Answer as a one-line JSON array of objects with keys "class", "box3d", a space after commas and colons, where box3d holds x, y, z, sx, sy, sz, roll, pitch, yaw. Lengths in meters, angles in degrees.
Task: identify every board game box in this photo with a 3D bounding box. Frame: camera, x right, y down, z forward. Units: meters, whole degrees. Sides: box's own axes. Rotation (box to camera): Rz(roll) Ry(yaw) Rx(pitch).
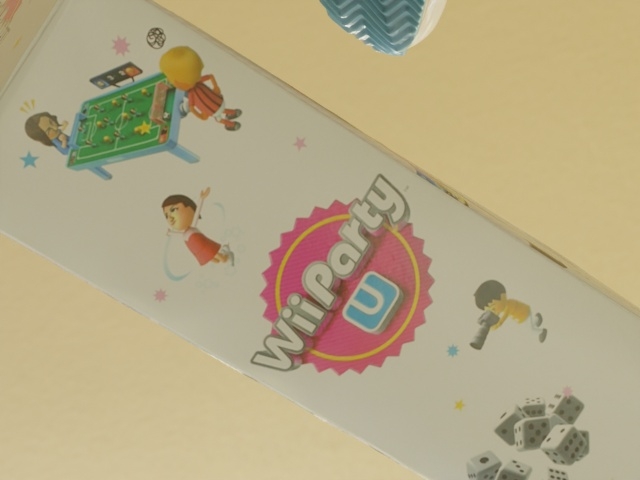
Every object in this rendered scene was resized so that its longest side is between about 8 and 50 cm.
[{"class": "board game box", "box3d": [0.000, 0.000, 0.696, 0.303, 0.097, 0.224, 32, 3, -17]}]

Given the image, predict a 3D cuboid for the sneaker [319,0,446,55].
[{"class": "sneaker", "box3d": [0.046, -0.201, 0.881, 0.092, 0.087, 0.228, -33, 136, -40]}]
